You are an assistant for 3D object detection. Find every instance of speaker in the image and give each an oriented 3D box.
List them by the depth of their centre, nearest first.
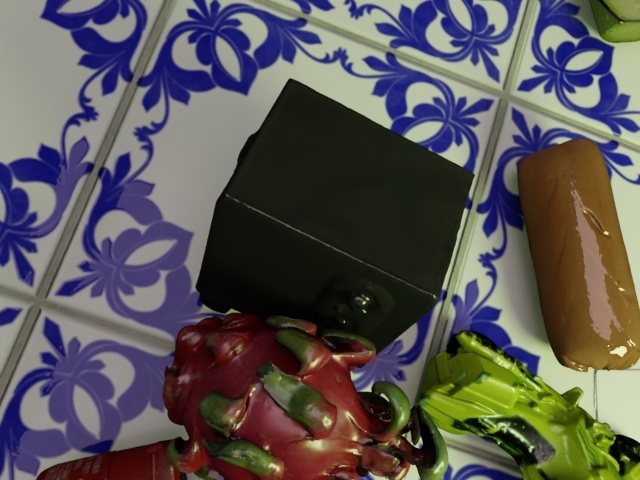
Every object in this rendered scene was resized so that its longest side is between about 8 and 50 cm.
[{"bbox_3d":[0.000,0.000,0.745,0.232,0.254,0.184,27,59,-3],"label":"speaker"}]

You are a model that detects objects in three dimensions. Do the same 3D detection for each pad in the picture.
[{"bbox_3d":[0.450,0.294,0.908,0.156,0.004,0.232,4,78,-9],"label":"pad"}]

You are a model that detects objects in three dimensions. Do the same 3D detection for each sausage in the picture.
[{"bbox_3d":[0.344,0.023,0.886,0.121,0.121,0.304,-6,79,-11],"label":"sausage"}]

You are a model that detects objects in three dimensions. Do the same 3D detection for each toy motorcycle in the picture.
[{"bbox_3d":[0.272,0.260,0.818,0.342,0.142,0.206,36,37,-1],"label":"toy motorcycle"}]

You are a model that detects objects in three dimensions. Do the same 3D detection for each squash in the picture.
[{"bbox_3d":[0.478,-0.358,1.020,0.191,0.085,0.184,-5,51,-13],"label":"squash"}]

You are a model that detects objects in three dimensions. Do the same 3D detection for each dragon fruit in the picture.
[{"bbox_3d":[-0.026,0.169,0.689,0.272,0.218,0.198,11,35,-19],"label":"dragon fruit"}]

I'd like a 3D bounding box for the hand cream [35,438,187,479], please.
[{"bbox_3d":[-0.203,0.328,0.680,0.149,0.230,0.230,-8,80,-13],"label":"hand cream"}]
